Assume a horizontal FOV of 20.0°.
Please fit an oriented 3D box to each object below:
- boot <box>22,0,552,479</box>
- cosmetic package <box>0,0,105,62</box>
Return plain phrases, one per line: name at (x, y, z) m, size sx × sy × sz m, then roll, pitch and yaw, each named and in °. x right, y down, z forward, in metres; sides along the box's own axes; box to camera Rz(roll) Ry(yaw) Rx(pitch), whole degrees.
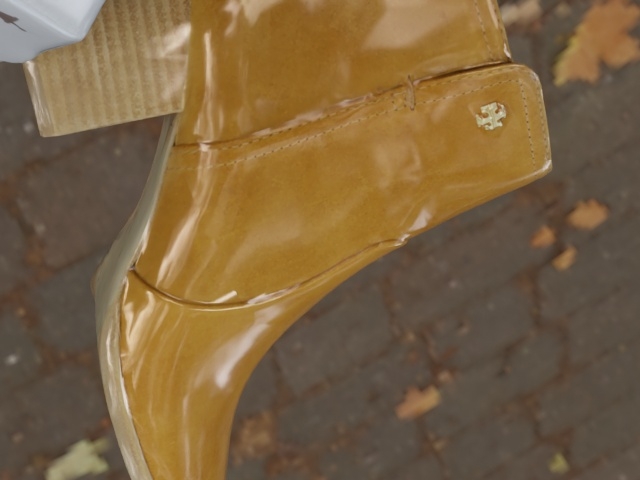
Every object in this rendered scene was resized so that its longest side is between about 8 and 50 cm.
boot at (0.000, -0.001, 0.794) m, size 0.211 × 0.104 × 0.295 m, roll -12°, pitch 118°, yaw -3°
cosmetic package at (-0.120, -0.175, 0.611) m, size 0.151 × 0.151 × 0.183 m, roll 32°, pitch 79°, yaw -21°
